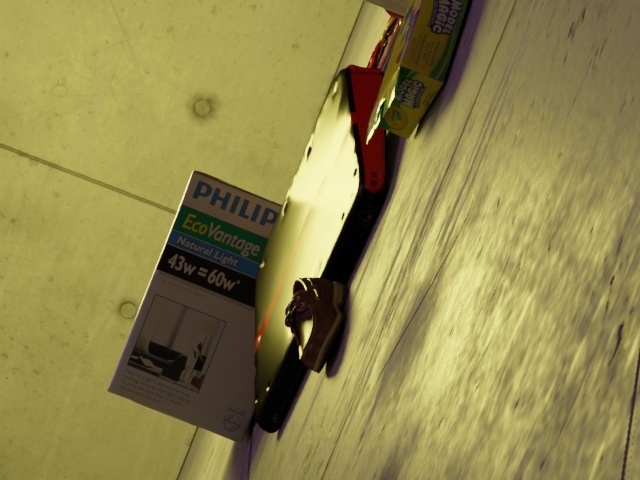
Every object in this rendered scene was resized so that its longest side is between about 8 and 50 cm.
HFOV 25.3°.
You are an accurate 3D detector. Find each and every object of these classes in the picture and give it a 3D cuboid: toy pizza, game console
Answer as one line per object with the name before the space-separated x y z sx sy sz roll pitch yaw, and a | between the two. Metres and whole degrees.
toy pizza | 0.090 -0.265 2.054 0.201 0.032 0.201 -156 90 -89
game console | 0.000 0.000 1.779 0.342 0.060 0.386 -95 24 -56

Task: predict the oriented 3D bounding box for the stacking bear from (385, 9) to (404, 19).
stacking bear | 0.106 -0.430 2.000 0.289 0.175 0.164 -60 -9 -68

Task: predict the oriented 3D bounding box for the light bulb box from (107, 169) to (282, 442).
light bulb box | -0.164 0.098 2.287 0.358 0.225 0.361 -177 109 -86

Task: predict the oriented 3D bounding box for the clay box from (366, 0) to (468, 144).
clay box | 0.109 -0.208 1.496 0.127 0.053 0.222 120 169 -64

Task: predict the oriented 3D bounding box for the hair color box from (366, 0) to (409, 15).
hair color box | 0.120 -0.331 1.693 0.167 0.093 0.053 122 168 -65

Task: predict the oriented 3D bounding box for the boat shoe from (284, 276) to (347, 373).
boat shoe | -0.011 0.087 1.528 0.178 0.060 0.064 -81 13 -69
